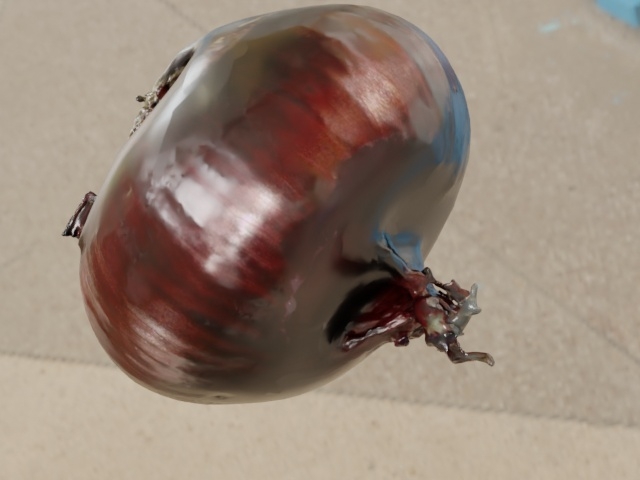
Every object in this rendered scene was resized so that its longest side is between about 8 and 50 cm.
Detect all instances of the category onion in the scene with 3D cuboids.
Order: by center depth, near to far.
[{"bbox_3d":[0.000,0.000,0.975,0.285,0.273,0.273,37,63,18],"label":"onion"}]
